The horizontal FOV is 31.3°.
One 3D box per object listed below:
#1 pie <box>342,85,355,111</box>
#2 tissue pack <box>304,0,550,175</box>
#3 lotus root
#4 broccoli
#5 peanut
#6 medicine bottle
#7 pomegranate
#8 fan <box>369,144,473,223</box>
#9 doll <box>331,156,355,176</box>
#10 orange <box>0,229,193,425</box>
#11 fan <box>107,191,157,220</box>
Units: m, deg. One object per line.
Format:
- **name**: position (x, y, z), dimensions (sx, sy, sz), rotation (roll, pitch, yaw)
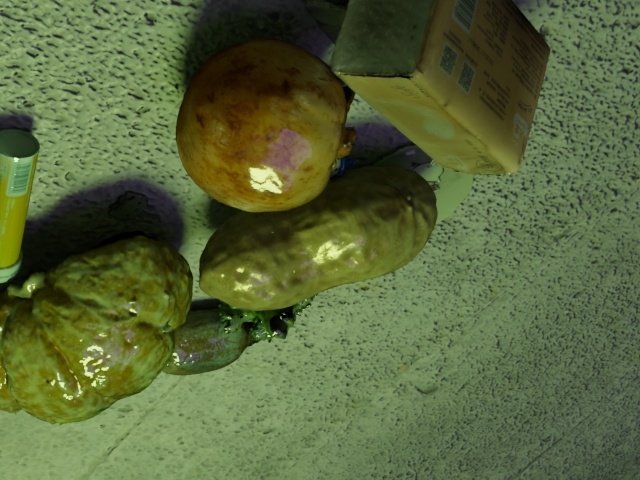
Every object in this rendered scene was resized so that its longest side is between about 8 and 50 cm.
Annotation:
- **pie**: position (0.014, -0.156, 1.598), dimensions (0.033, 0.088, 0.191), rotation (23, 96, -6)
- **tissue pack**: position (0.136, -0.243, 1.530), dimensions (0.238, 0.238, 0.305), rotation (-39, 143, 15)
- **lotus root**: position (-0.184, 0.166, 1.890), dimensions (0.192, 0.088, 0.113), rotation (-5, 131, -28)
- **broccoli**: position (-0.074, 0.097, 1.820), dimensions (0.167, 0.160, 0.154), rotation (2, 113, -16)
- **peanut**: position (0.000, 0.000, 1.712), dimensions (0.387, 0.169, 0.192), rotation (-21, 180, -14)
- **medicine bottle**: position (-0.416, -0.044, 1.506), dimensions (0.074, 0.074, 0.218), rotation (-3, 135, -30)
- **pomegranate**: position (-0.068, -0.145, 1.471), dimensions (0.248, 0.248, 0.248), rotation (-17, 142, -14)
- **fan**: position (0.188, -0.136, 1.826), dimensions (0.233, 0.012, 0.414), rotation (6, 134, -37)
- **doll**: position (-0.014, -0.118, 1.675), dimensions (0.143, 0.057, 0.098), rotation (3, 102, -25)
- **orange**: position (-0.338, 0.144, 1.650), dimensions (0.369, 0.210, 0.271), rotation (-29, 168, 5)
- **fan**: position (-0.267, -0.044, 1.654), dimensions (0.056, 0.004, 0.083), rotation (-41, 142, 18)
